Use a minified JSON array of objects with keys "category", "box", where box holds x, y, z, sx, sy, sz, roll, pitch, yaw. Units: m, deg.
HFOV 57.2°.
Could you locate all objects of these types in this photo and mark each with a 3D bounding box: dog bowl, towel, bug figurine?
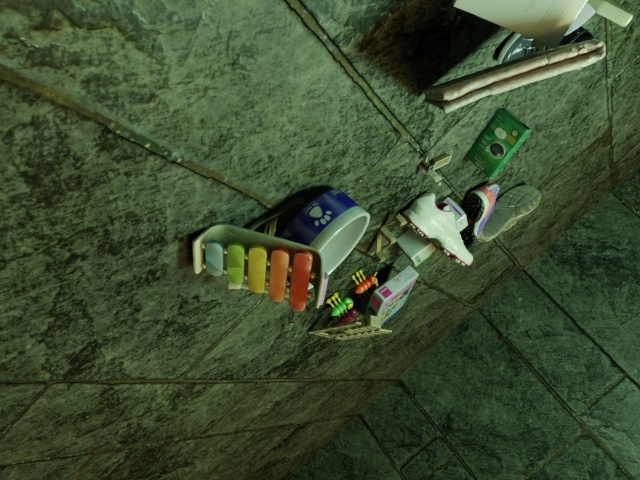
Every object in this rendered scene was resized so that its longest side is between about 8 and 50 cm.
[{"category":"dog bowl","box":[0.000,0.000,1.493,0.265,0.104,0.265,-44,165,-16]},{"category":"towel","box":[0.387,-0.346,1.246,0.316,0.053,0.332,-17,-167,8]},{"category":"bug figurine","box":[0.131,0.216,2.096,0.216,0.072,0.279,-36,154,-6]}]

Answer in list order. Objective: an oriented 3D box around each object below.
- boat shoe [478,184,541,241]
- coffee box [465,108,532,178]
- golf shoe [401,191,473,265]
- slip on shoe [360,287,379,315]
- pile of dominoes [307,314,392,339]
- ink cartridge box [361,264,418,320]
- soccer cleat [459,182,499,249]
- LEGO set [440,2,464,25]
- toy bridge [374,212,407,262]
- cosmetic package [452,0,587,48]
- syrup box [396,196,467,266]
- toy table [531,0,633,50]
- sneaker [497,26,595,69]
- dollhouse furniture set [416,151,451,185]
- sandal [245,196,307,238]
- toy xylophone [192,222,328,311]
[{"category":"boat shoe","box":[0.719,-0.104,2.301,0.324,0.123,0.116,-32,164,-9]},{"category":"coffee box","box":[0.533,-0.291,1.766,0.040,0.113,0.184,-13,143,-46]},{"category":"golf shoe","box":[0.402,-0.034,1.880,0.306,0.115,0.140,37,88,-25]},{"category":"slip on shoe","box":[0.206,0.236,2.250,0.041,0.051,0.135,8,120,-52]},{"category":"pile of dominoes","box":[0.108,0.314,2.117,0.251,0.040,0.196,-17,153,39]},{"category":"ink cartridge box","box":[0.242,0.233,2.149,0.185,0.065,0.311,-33,158,-28]},{"category":"soccer cleat","box":[0.575,-0.082,2.156,0.116,0.108,0.318,-32,150,-23]},{"category":"LEGO set","box":[0.284,-0.480,1.253,0.083,0.023,0.054,-17,146,-36]},{"category":"toy bridge","box":[0.210,-0.016,1.841,0.026,0.063,0.188,-17,144,-37]},{"category":"cosmetic package","box":[0.393,-0.518,1.087,0.224,0.138,0.224,20,130,-9]},{"category":"syrup box","box":[0.382,-0.028,2.003,0.237,0.096,0.093,-38,153,1]},{"category":"toy table","box":[0.531,-0.536,1.238,0.161,0.252,0.274,-61,167,-49]},{"category":"sneaker","box":[0.575,-0.477,1.471,0.226,0.163,0.086,-33,155,-8]},{"category":"dollhouse furniture set","box":[0.352,-0.215,1.687,0.114,0.081,0.091,-27,151,-23]},{"category":"sandal","box":[-0.114,-0.023,1.427,0.219,0.060,0.090,-33,153,-12]},{"category":"toy xylophone","box":[-0.132,0.074,1.350,0.236,0.322,0.081,89,15,-46]}]
